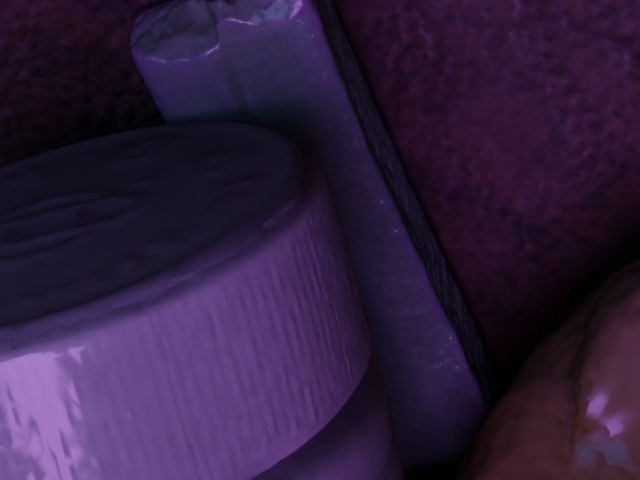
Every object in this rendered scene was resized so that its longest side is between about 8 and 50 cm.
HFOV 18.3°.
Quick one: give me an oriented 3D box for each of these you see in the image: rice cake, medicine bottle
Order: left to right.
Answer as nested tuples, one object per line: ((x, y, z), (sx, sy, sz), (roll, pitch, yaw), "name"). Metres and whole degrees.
((-0.054, 0.141, 0.687), (0.190, 0.190, 0.332), (-8, 109, 13), "medicine bottle")
((0.000, -0.001, 0.747), (0.080, 0.042, 0.221), (-13, 120, 21), "rice cake")

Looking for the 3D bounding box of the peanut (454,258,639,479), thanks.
((0.131, 0.172, 0.759), (0.174, 0.158, 0.340), (-18, 121, 0), "peanut")
